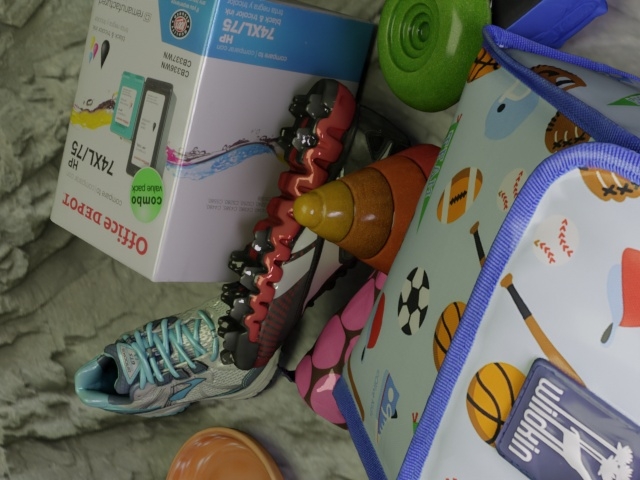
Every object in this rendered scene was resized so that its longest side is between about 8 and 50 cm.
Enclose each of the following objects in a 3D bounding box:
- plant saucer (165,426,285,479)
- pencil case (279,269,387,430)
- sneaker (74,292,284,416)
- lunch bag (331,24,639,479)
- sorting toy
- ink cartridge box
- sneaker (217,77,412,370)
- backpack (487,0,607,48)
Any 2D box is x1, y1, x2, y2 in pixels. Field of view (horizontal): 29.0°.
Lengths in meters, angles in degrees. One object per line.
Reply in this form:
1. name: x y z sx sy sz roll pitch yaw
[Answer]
1. plant saucer: -0.091 0.292 1.279 0.200 0.037 0.200 -4 85 45
2. pencil case: 0.057 0.072 1.106 0.209 0.095 0.098 -51 30 28
3. sneaker: -0.152 0.128 1.289 0.283 0.122 0.110 -31 67 41
4. lunch bag: 0.176 0.077 0.791 0.385 0.239 0.328 -116 43 -60
5. sorting toy: 0.046 -0.144 0.970 0.127 0.126 0.365 14 101 56
6. ink cartridge box: -0.109 -0.112 1.203 0.198 0.197 0.270 25 106 44
7. sneaker: 0.000 0.000 1.121 0.276 0.135 0.097 -67 17 3
8. backpack: 0.168 -0.218 0.993 0.098 0.101 0.120 -34 61 38
